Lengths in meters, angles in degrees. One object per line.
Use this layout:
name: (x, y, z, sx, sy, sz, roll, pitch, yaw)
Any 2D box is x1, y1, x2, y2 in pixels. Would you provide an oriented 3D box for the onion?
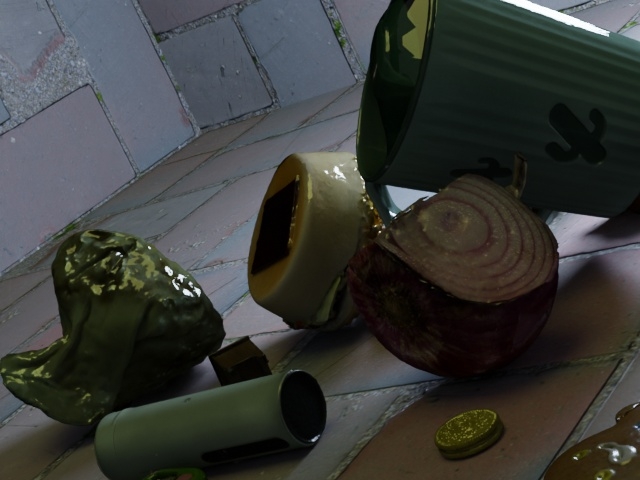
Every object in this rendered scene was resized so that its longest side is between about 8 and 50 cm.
onion: (0.169, 0.064, 1.907, 0.272, 0.256, 0.230, -9, -38, -26)

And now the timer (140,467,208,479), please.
timer: (-0.216, 0.349, 1.923, 0.128, 0.047, 0.140, -10, 21, 41)

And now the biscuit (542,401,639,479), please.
biscuit: (0.335, 0.212, 1.505, 0.236, 0.039, 0.180, -30, 16, -8)

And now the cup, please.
cup: (0.247, -0.180, 2.123, 0.401, 0.392, 0.310, 127, 153, -62)

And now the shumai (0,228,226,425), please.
shumai: (-0.346, 0.174, 2.390, 0.329, 0.292, 0.288, 12, 43, 33)

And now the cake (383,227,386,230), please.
cake: (0.150, 0.043, 2.285, 0.135, 0.098, 0.287, -28, 20, -13)

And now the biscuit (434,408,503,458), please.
biscuit: (0.175, 0.227, 1.735, 0.084, 0.023, 0.084, -24, 15, 7)

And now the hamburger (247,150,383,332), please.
hamburger: (0.000, 0.000, 2.320, 0.170, 0.302, 0.302, 15, 2, -19)

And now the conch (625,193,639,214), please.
conch: (0.478, -0.082, 2.196, 0.086, 0.080, 0.232, -44, 23, -30)

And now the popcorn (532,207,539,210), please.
popcorn: (0.320, -0.139, 2.439, 0.251, 0.206, 0.237, -1, 7, 21)

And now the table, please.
table: (-0.111, 0.202, 2.193, 0.070, 0.083, 0.082, -26, 19, -13)

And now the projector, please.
projector: (-0.156, 0.258, 2.023, 0.337, 0.108, 0.108, -16, 17, 32)
